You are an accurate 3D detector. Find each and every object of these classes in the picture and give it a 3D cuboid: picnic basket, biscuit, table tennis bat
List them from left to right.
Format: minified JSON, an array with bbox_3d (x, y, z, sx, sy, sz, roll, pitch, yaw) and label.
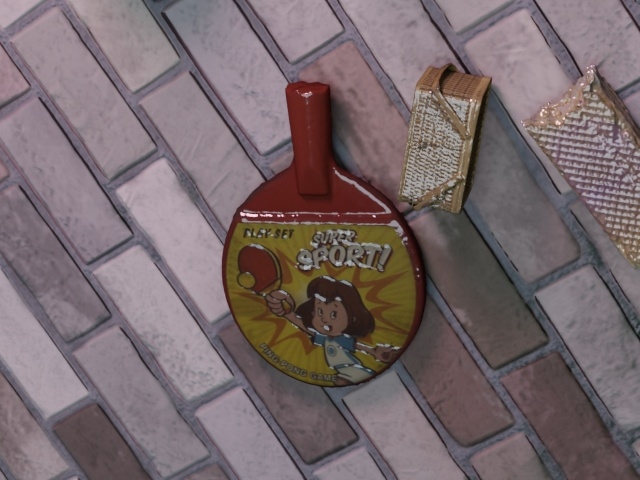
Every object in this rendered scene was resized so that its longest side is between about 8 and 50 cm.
[{"bbox_3d":[0.000,0.000,1.989,0.268,0.051,0.414,2,113,14],"label":"table tennis bat"},{"bbox_3d":[0.148,-0.121,1.865,0.079,0.115,0.164,12,113,8],"label":"picnic basket"},{"bbox_3d":[0.350,-0.086,1.856,0.108,0.062,0.239,-35,99,21],"label":"biscuit"}]
